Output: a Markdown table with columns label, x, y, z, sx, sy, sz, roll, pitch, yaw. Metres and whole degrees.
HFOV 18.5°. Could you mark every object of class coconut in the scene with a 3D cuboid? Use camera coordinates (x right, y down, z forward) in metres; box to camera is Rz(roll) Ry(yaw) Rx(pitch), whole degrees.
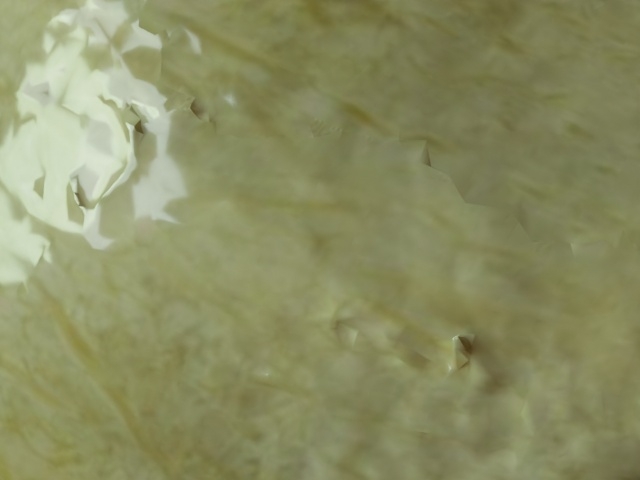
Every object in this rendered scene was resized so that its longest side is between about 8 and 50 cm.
| label | x | y | z | sx | sy | sz | roll | pitch | yaw |
| --- | --- | --- | --- | --- | --- | --- | --- | --- | --- |
| coconut | 0.000 | 0.000 | 0.665 | 0.404 | 0.404 | 0.404 | -24 | 59 | 47 |
